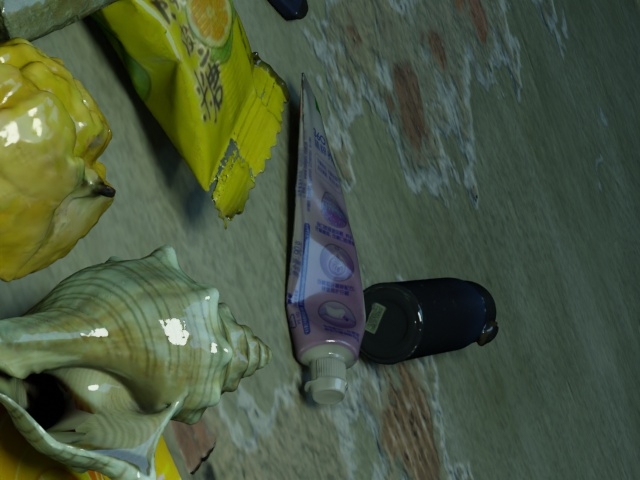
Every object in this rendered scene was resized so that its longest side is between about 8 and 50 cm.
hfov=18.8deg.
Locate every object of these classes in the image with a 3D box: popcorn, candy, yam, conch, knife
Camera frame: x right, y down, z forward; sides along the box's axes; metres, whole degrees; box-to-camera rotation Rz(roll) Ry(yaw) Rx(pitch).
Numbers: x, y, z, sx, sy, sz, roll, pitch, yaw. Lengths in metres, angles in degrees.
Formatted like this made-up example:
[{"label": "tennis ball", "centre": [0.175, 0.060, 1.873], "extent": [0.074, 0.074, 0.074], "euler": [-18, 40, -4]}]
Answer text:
[{"label": "popcorn", "centre": [-0.188, -0.044, 1.092], "extent": [0.148, 0.152, 0.167], "euler": [-49, 157, -24]}, {"label": "candy", "centre": [-0.115, -0.171, 1.409], "extent": [0.297, 0.081, 0.187], "euler": [53, 34, -26]}, {"label": "yam", "centre": [-0.171, -0.167, 1.262], "extent": [0.132, 0.054, 0.054], "euler": [-32, 107, -39]}, {"label": "conch", "centre": [-0.124, 0.083, 1.103], "extent": [0.234, 0.114, 0.137], "euler": [-25, 83, -33]}, {"label": "knife", "centre": [-0.045, -0.232, 1.713], "extent": [0.121, 0.018, 0.031], "euler": [44, 44, -51]}]

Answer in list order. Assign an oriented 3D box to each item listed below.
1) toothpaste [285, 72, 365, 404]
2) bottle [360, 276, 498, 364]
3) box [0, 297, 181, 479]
[{"label": "toothpaste", "centre": [0.000, 0.000, 1.637], "extent": [0.075, 0.048, 0.301], "euler": [35, 42, -43]}, {"label": "bottle", "centre": [0.104, 0.073, 1.799], "extent": [0.082, 0.072, 0.244], "euler": [36, 13, 17]}, {"label": "box", "centre": [-0.169, 0.136, 1.133], "extent": [0.152, 0.043, 0.269], "euler": [67, 23, -10]}]
